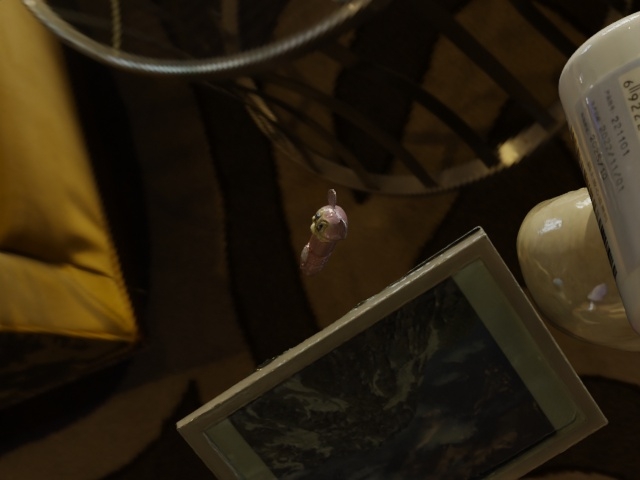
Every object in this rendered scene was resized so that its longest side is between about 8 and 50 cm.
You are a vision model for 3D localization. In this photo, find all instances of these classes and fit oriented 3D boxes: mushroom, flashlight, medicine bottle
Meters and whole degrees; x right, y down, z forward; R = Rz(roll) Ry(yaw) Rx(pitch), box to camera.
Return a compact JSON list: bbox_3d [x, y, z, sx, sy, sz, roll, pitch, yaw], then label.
[{"bbox_3d":[0.190,0.002,0.762,0.154,0.154,0.123,2,77,26],"label":"mushroom"},{"bbox_3d":[0.000,0.000,1.230,0.031,0.110,0.052,-7,61,-21],"label":"flashlight"},{"bbox_3d":[0.186,-0.013,0.629,0.102,0.103,0.187,-21,64,20],"label":"medicine bottle"}]

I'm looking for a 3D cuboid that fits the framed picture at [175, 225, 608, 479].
[{"bbox_3d":[0.058,0.141,1.021,0.281,0.209,0.019,-34,23,8],"label":"framed picture"}]
